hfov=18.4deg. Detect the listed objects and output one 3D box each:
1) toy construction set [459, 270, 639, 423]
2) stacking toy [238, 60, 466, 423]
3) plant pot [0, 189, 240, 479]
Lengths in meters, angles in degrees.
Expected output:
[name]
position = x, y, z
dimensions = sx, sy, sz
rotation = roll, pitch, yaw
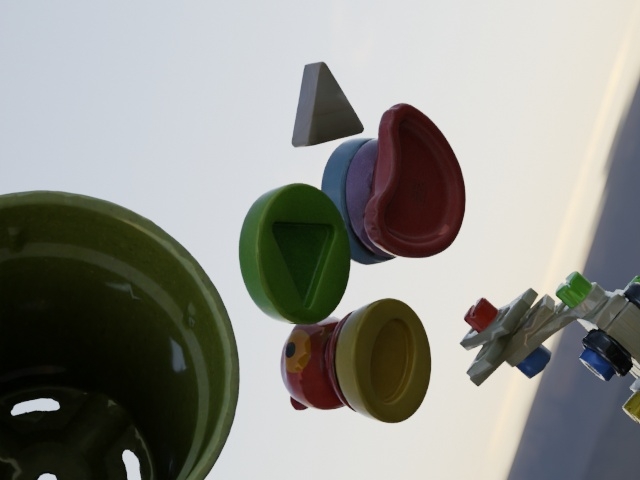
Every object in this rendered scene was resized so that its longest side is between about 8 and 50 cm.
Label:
[toy construction set]
position = 0.290, 0.123, 1.780
dimensions = 0.151, 0.327, 0.215
rotation = -63, 6, -2
[stacking toy]
position = 0.000, 0.000, 1.922
dimensions = 0.279, 0.130, 0.309
rotation = 38, -122, -40
[plant pot]
position = -0.204, 0.142, 1.475
dimensions = 0.254, 0.276, 0.276
rotation = 102, -169, -63
